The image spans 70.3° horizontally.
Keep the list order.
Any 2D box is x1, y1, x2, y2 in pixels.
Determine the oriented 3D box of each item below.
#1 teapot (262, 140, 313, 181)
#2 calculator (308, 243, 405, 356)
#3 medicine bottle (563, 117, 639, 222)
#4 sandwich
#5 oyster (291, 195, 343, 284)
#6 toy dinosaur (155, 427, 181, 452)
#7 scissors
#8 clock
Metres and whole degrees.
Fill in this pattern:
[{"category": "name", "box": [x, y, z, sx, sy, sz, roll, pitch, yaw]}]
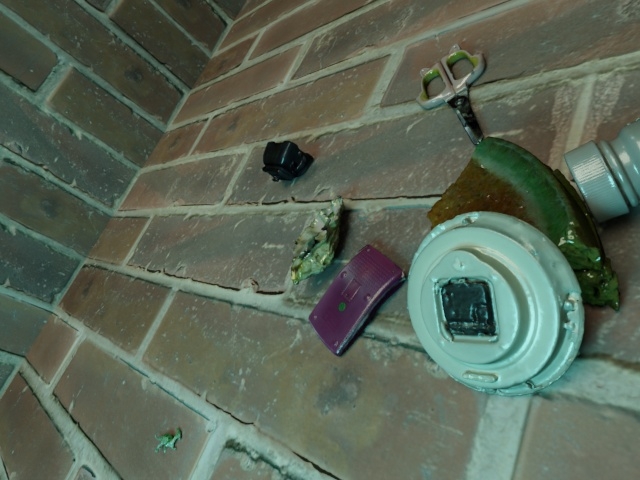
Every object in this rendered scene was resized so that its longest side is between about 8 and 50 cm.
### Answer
[{"category": "teapot", "box": [-0.098, -0.197, 1.191, 0.177, 0.087, 0.096, 14, 76, 52]}, {"category": "calculator", "box": [0.057, 0.103, 0.813, 0.190, 0.034, 0.127, -51, 38, 3]}, {"category": "medicine bottle", "box": [0.401, -0.099, 0.549, 0.168, 0.105, 0.104, -26, 43, 30]}, {"category": "sandwich", "box": [0.259, -0.029, 0.638, 0.212, 0.109, 0.291, -22, 46, 34]}, {"category": "oyster", "box": [0.006, -0.007, 0.939, 0.133, 0.072, 0.209, -37, 18, 30]}, {"category": "toy dinosaur", "box": [-0.328, 0.421, 0.974, 0.062, 0.021, 0.083, -48, 39, -7]}, {"category": "scissors", "box": [0.275, -0.292, 0.914, 0.160, 0.024, 0.317, -31, 41, 26]}, {"category": "clock", "box": [0.193, 0.083, 0.565, 0.237, 0.053, 0.236, 12, 106, 48]}]
